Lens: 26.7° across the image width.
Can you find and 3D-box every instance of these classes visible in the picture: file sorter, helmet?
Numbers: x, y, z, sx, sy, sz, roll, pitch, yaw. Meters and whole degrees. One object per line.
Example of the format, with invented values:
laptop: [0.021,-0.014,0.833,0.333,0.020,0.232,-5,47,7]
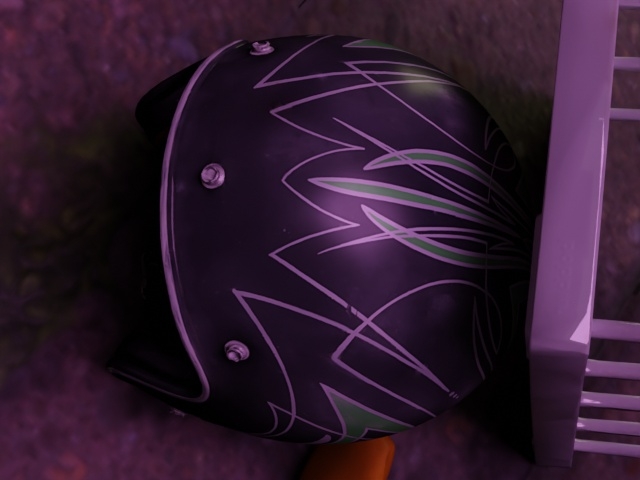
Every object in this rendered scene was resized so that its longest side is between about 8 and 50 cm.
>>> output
file sorter: [0.177,-0.015,0.537,0.173,0.278,0.193,4,74,11]
helmet: [0.000,0.000,0.512,0.169,0.161,0.169,7,78,-32]

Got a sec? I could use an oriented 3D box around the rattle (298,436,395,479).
rattle: [0.054,0.185,0.539,0.199,0.130,0.143,30,24,4]
